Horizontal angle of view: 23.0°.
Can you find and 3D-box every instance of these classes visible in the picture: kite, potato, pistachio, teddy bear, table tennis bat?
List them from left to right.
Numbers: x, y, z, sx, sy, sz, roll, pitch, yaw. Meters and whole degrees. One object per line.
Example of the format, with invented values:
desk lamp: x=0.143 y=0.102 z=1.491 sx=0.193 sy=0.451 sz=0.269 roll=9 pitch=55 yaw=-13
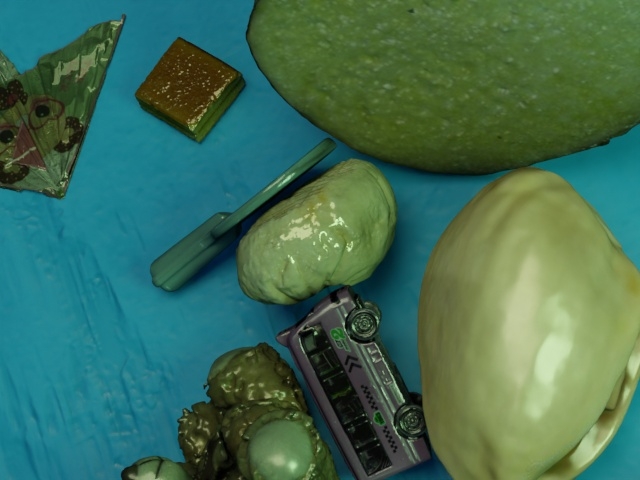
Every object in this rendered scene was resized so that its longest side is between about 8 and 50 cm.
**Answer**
kite: x=-0.348 y=-0.149 z=1.803 sx=0.323 sy=0.013 sz=0.267 roll=-29 pitch=62 yaw=1
teddy bear: x=-0.107 y=0.239 z=1.478 sx=0.256 sy=0.156 sz=0.267 roll=-29 pitch=21 yaw=0
table tennis bat: x=-0.080 y=-0.027 z=1.615 sx=0.244 sy=0.153 sz=0.040 roll=-37 pitch=92 yaw=19
potato: x=0.164 y=-0.300 z=1.505 sx=0.442 sy=0.385 sz=0.319 roll=-24 pitch=48 yaw=47
pistachio: x=0.188 y=0.087 z=1.438 sx=0.214 sy=0.193 sz=0.318 roll=6 pitch=71 yaw=24

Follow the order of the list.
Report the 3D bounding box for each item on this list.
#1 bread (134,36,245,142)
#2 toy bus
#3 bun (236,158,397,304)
bread: x=-0.145 y=-0.168 z=1.739 sx=0.094 sy=0.035 sz=0.090 roll=32 pitch=78 yaw=26
toy bus: x=0.035 y=0.136 z=1.482 sx=0.098 sy=0.087 sz=0.178 roll=-26 pitch=92 yaw=5
bun: x=0.000 y=0.000 z=1.557 sx=0.164 sy=0.188 sz=0.111 roll=-26 pitch=101 yaw=33
